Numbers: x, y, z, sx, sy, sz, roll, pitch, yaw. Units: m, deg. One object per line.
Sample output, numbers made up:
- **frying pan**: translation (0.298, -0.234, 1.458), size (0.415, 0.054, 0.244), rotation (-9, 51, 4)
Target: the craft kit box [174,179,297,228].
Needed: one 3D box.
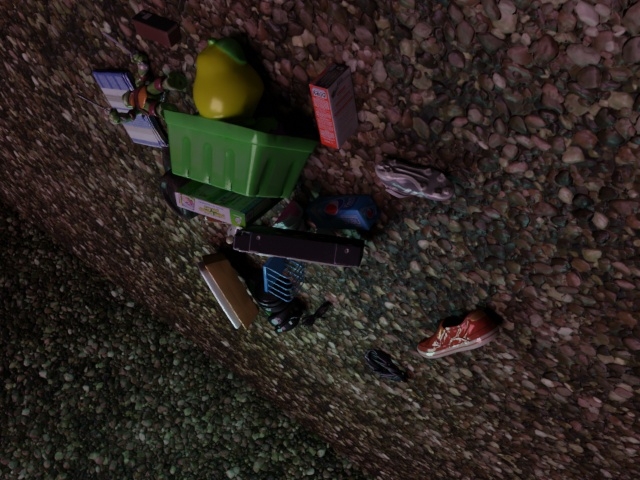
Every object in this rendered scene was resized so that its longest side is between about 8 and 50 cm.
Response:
- **craft kit box**: translation (-0.235, -0.143, 1.796), size (0.246, 0.250, 0.061), rotation (21, 131, 26)

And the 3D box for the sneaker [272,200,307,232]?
- **sneaker**: translation (-0.085, -0.035, 1.962), size (0.111, 0.103, 0.252), rotation (35, 158, 0)

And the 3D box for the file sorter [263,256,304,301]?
- **file sorter**: translation (-0.120, 0.112, 2.181), size (0.104, 0.118, 0.170), rotation (27, 149, 15)

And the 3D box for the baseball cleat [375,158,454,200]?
- **baseball cleat**: translation (0.227, -0.132, 1.497), size (0.205, 0.072, 0.109), rotation (29, 163, 29)

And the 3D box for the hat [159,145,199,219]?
- **hat**: translation (-0.455, -0.161, 2.175), size (0.331, 0.134, 0.331), rotation (28, 149, 19)

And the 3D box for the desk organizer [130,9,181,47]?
- **desk organizer**: translation (-0.432, -0.559, 1.677), size (0.130, 0.047, 0.050), rotation (26, 151, 23)

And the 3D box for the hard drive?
- **hard drive**: translation (-0.051, 0.013, 1.754), size (0.338, 0.064, 0.237), rotation (9, -175, 4)

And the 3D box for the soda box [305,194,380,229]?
- **soda box**: translation (0.060, -0.078, 1.752), size (0.210, 0.067, 0.071), rotation (3, 134, 47)

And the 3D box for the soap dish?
- **soap dish**: translation (-0.353, 0.184, 2.449), size (0.291, 0.118, 0.229), rotation (60, 172, -14)

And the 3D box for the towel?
- **towel**: translation (-0.623, -0.434, 2.093), size (0.209, 0.034, 0.285), rotation (15, 141, 42)

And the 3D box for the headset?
- **headset**: translation (-0.133, 0.231, 2.388), size (0.394, 0.185, 0.243), rotation (26, 148, 54)

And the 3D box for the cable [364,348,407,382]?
- **cable**: translation (0.237, 0.472, 2.338), size (0.184, 0.047, 0.151), rotation (34, 151, 9)

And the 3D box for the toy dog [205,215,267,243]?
- **toy dog**: translation (-0.277, -0.061, 2.073), size (0.220, 0.161, 0.334), rotation (26, 148, 25)

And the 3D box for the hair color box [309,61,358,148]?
- **hair color box**: translation (0.033, -0.303, 1.439), size (0.053, 0.093, 0.167), rotation (23, 146, 28)

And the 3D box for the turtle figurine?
- **turtle figurine**: translation (-0.535, -0.432, 1.823), size (0.266, 0.198, 0.275), rotation (11, 144, 36)

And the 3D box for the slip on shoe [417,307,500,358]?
- **slip on shoe**: translation (0.382, 0.266, 1.827), size (0.101, 0.123, 0.331), rotation (62, 152, 6)

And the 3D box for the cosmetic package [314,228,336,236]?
- **cosmetic package**: translation (0.000, 0.000, 1.957), size (0.060, 0.041, 0.115), rotation (39, 152, 2)

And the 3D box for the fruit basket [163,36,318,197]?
- **fruit basket**: translation (-0.213, -0.315, 1.621), size (0.391, 0.282, 0.393), rotation (1, 92, 36)
